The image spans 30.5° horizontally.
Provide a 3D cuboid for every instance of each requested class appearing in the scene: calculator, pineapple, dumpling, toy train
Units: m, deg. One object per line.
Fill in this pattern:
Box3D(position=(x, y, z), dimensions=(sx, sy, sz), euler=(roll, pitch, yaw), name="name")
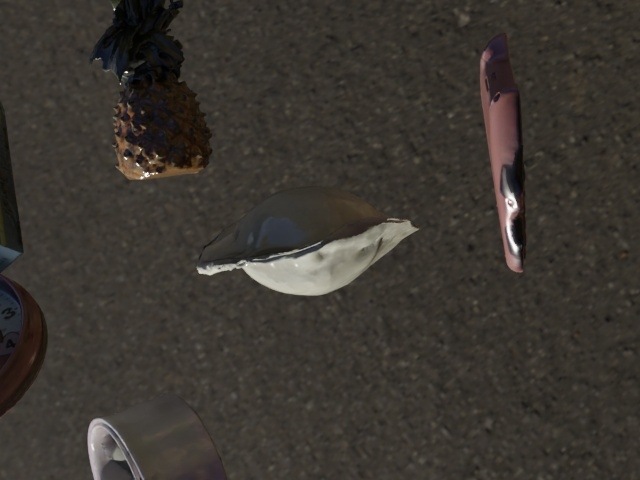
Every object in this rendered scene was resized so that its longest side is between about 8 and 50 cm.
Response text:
Box3D(position=(0.261, -0.109, 1.656), dimensions=(0.048, 0.220, 0.329), euler=(-7, 125, 6), name="calculator")
Box3D(position=(-0.271, -0.274, 1.806), dimensions=(0.166, 0.165, 0.364), euler=(-7, 96, 43), name="pineapple")
Box3D(position=(0.003, 0.000, 1.821), dimensions=(0.260, 0.341, 0.181), euler=(-2, 75, 65), name="dumpling")
Box3D(position=(-0.349, -0.071, 1.206), dimensions=(0.052, 0.051, 0.233), euler=(-35, 51, 22), name="toy train")

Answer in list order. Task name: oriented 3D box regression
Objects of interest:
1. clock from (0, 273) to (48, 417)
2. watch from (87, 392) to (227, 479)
Box3D(position=(-0.406, 0.123, 1.225), dimensions=(0.244, 0.244, 0.056), euler=(24, 145, 30), name="clock")
Box3D(position=(-0.227, 0.323, 1.482), dimensions=(0.244, 0.196, 0.231), euler=(-18, 92, 60), name="watch")
